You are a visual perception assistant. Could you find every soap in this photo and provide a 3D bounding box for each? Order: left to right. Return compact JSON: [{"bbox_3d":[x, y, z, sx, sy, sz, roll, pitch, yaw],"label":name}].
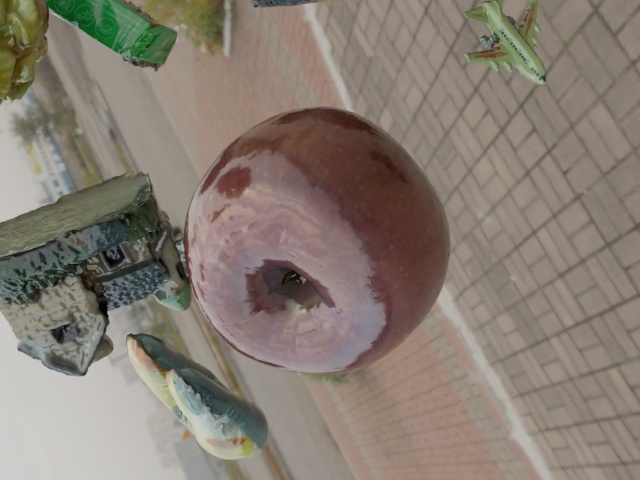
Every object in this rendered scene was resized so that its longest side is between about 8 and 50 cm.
[{"bbox_3d":[-0.424,-0.430,1.463,0.273,0.098,0.218,31,-168,1],"label":"soap"}]

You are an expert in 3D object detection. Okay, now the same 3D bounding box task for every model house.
[{"bbox_3d":[-0.375,0.067,1.293,0.243,0.298,0.284,-129,20,-61],"label":"model house"}]

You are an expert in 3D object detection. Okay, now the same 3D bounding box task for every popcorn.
[{"bbox_3d":[-0.567,-0.363,1.202,0.335,0.274,0.279,62,-170,15],"label":"popcorn"}]

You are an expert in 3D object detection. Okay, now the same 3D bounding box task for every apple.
[{"bbox_3d":[0.000,0.000,0.833,0.305,0.235,0.306,11,131,13],"label":"apple"}]

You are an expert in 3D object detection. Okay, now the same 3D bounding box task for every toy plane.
[{"bbox_3d":[0.192,-0.201,0.777,0.111,0.102,0.040,50,174,-18],"label":"toy plane"}]

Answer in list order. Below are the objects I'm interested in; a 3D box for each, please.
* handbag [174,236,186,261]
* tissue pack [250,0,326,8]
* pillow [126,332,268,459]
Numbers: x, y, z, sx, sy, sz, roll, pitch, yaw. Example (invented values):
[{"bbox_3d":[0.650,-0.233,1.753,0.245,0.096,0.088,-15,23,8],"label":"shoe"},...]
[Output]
[{"bbox_3d":[-0.175,0.001,1.506,0.229,0.179,0.062,-5,105,53],"label":"handbag"},{"bbox_3d":[0.046,-0.516,1.120,0.253,0.416,0.264,27,-115,-65],"label":"tissue pack"},{"bbox_3d":[-0.166,0.204,1.026,0.233,0.086,0.214,27,157,47],"label":"pillow"}]
